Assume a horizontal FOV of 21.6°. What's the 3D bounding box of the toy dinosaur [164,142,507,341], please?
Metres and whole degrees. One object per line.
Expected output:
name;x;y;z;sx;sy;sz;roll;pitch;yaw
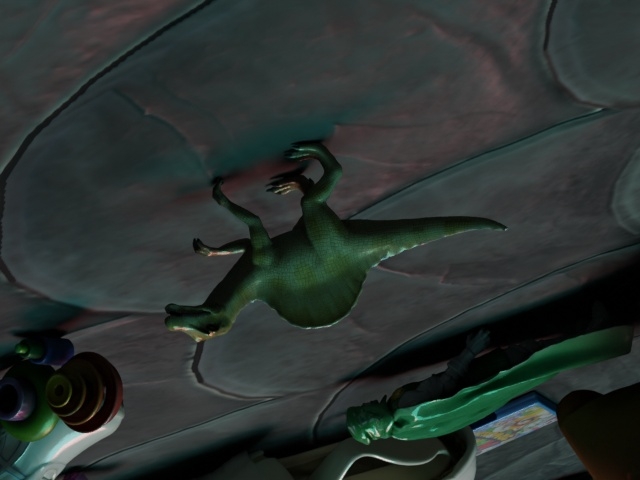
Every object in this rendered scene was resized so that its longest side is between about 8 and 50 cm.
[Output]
toy dinosaur;0.000;0.000;0.897;0.183;0.092;0.053;-20;161;-3

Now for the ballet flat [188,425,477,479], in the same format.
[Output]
ballet flat;-0.020;0.226;1.462;0.400;0.139;0.139;-11;159;-37

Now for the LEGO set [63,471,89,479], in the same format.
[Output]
LEGO set;-0.247;0.264;1.283;0.087;0.093;0.227;-18;-154;45

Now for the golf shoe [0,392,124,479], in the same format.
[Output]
golf shoe;-0.203;0.165;1.140;0.176;0.086;0.069;-27;158;11

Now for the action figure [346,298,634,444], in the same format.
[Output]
action figure;0.129;0.114;1.372;0.232;0.063;0.137;-20;163;-15

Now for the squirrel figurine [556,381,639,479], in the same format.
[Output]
squirrel figurine;0.412;0.136;1.367;0.370;0.281;0.397;-39;169;7

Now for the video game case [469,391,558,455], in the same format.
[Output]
video game case;0.156;0.199;1.697;0.166;0.015;0.119;-25;160;13

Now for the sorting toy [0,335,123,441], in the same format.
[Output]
sorting toy;-0.167;0.088;1.010;0.102;0.061;0.042;-11;167;32
